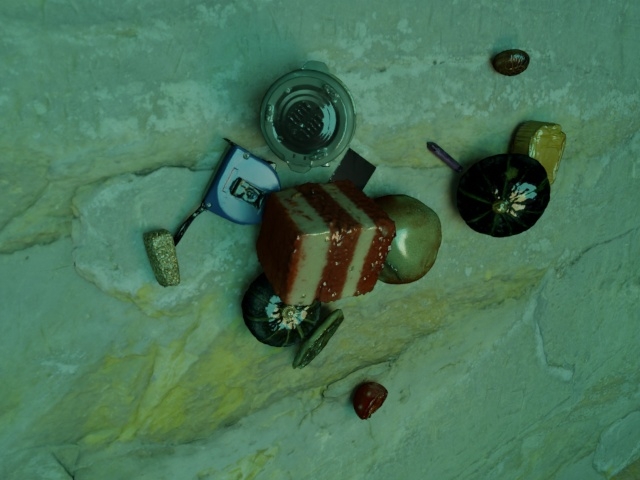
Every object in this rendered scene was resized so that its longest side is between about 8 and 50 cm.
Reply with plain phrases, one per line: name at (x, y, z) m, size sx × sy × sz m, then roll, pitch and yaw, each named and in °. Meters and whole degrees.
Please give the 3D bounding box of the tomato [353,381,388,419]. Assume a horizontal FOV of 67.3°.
tomato at (0.177, 0.591, 1.800) m, size 0.159 × 0.091 × 0.139 m, roll 8°, pitch 113°, yaw -54°

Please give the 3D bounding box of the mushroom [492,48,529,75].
mushroom at (0.656, -0.611, 1.654) m, size 0.126 × 0.109 × 0.085 m, roll 6°, pitch 108°, yaw -10°

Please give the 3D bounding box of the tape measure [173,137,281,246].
tape measure at (-0.258, -0.093, 1.387) m, size 0.215 × 0.098 × 0.351 m, roll 27°, pitch 95°, yaw -28°

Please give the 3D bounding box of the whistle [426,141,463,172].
whistle at (0.437, -0.291, 1.685) m, size 0.176 × 0.033 × 0.033 m, roll 31°, pitch 91°, yaw -29°

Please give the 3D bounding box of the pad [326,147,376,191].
pad at (0.090, -0.190, 1.570) m, size 0.127 × 0.004 × 0.190 m, roll 31°, pitch 90°, yaw -29°

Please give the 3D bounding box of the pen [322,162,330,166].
pen at (0.020, -0.359, 1.470) m, size 0.033 × 0.033 × 0.269 m, roll -7°, pitch 108°, yaw -23°

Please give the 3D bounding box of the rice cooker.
rice cooker at (-0.031, -0.331, 1.312) m, size 0.264 × 0.317 × 0.317 m, roll 7°, pitch 103°, yaw 0°

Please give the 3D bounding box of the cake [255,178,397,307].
cake at (0.000, 0.000, 1.383) m, size 0.319 × 0.270 × 0.270 m, roll -7°, pitch 128°, yaw -30°

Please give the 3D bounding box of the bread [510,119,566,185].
bread at (0.800, -0.319, 1.791) m, size 0.179 × 0.133 × 0.250 m, roll -6°, pitch 107°, yaw -23°

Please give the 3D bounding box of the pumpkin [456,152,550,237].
pumpkin at (0.629, -0.153, 1.667) m, size 0.315 × 0.238 × 0.315 m, roll 6°, pitch 115°, yaw 13°

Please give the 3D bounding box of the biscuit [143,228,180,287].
biscuit at (-0.442, 0.051, 1.352) m, size 0.070 × 0.082 × 0.169 m, roll -19°, pitch 109°, yaw -31°

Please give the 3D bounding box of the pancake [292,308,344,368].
pancake at (-0.005, 0.326, 1.584) m, size 0.253 × 0.037 × 0.254 m, roll -48°, pitch 163°, yaw -20°

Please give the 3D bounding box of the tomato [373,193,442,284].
tomato at (0.251, 0.001, 1.568) m, size 0.303 × 0.239 × 0.304 m, roll -5°, pitch 106°, yaw -20°

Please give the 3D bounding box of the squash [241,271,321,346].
squash at (-0.122, 0.208, 1.499) m, size 0.252 × 0.165 × 0.252 m, roll -5°, pitch 103°, yaw -24°
